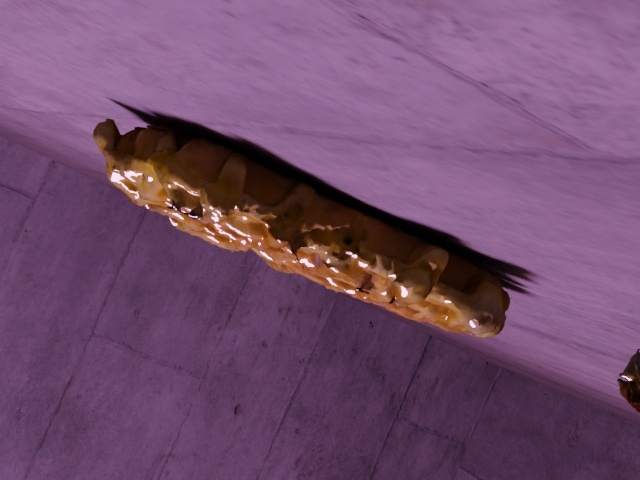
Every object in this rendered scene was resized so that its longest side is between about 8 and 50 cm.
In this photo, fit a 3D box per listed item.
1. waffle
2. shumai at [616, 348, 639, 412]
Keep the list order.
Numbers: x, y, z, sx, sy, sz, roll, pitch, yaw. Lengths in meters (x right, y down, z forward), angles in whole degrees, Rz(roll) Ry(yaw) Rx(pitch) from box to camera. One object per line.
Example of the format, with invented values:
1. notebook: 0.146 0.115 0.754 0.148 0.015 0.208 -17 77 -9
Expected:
1. waffle: -0.009 -0.003 0.804 0.301 0.058 0.281 21 176 14
2. shumai: 0.143 0.047 0.363 0.082 0.080 0.083 25 175 -34
